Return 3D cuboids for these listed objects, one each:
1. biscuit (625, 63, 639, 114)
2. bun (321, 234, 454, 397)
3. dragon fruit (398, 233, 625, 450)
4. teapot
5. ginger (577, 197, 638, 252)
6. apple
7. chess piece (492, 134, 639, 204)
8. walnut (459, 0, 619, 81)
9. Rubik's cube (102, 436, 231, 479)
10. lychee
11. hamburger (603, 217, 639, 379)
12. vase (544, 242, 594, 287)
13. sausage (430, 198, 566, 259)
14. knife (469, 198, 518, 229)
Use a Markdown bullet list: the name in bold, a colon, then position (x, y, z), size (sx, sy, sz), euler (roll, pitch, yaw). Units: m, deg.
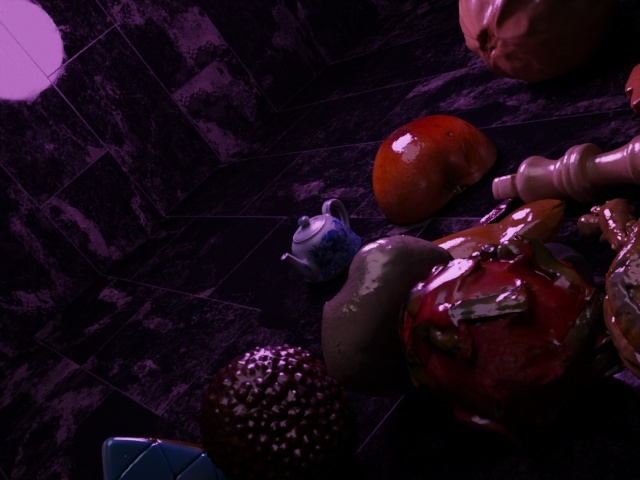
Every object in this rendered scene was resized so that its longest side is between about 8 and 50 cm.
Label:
- **biscuit**: position (0.695, -0.320, 1.571), size (0.284, 0.043, 0.306), euler (-38, 21, -2)
- **bun**: position (0.110, 0.117, 1.294), size (0.168, 0.273, 0.273), euler (23, 60, 42)
- **dragon fruit**: position (0.249, 0.126, 1.100), size (0.302, 0.231, 0.237), euler (-15, 25, 35)
- **teapot**: position (0.000, 0.000, 1.859), size (0.159, 0.159, 0.232), euler (-14, 31, 46)
- **ginger**: position (0.486, -0.019, 1.271), size (0.193, 0.052, 0.176), euler (-21, 21, 33)
- **apple**: position (0.233, -0.187, 1.858), size (0.293, 0.163, 0.251), euler (-41, 20, -6)
- **chess piece**: position (0.464, -0.115, 1.433), size (0.397, 0.117, 0.117), euler (-11, 33, 53)
- **walnut**: position (0.516, -0.560, 1.948), size (0.383, 0.383, 0.383), euler (-32, 22, 14)
- **Rubik's cube**: position (-0.285, 0.429, 1.336), size (0.254, 0.254, 0.254), euler (-32, 22, 14)
- **lychee**: position (-0.062, 0.281, 1.279), size (0.271, 0.236, 0.236), euler (22, 58, 37)
- **hamburger**: position (0.478, 0.065, 0.921), size (0.318, 0.158, 0.319), euler (-14, 43, 13)
- **vase**: position (0.333, 0.071, 1.260), size (0.120, 0.120, 0.183), euler (-47, 10, -24)
- **sausage**: position (0.269, 0.033, 1.421), size (0.354, 0.116, 0.134), euler (-25, 10, 22)
- **knife**: position (0.363, -0.066, 1.611), size (0.247, 0.018, 0.035), euler (-40, 24, 2)
